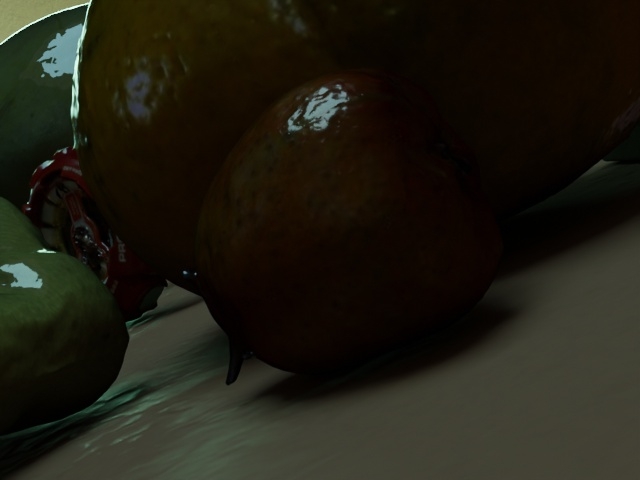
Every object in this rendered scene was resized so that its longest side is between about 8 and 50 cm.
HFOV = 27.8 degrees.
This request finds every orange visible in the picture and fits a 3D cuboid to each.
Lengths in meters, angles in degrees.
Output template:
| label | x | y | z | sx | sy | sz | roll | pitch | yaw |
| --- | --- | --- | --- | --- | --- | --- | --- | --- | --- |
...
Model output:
| label | x | y | z | sx | sy | sz | roll | pitch | yaw |
| --- | --- | --- | --- | --- | --- | --- | --- | --- | --- |
| orange | 0.017 | -0.078 | 0.497 | 0.240 | 0.171 | 0.240 | -28 | 3 | 1 |

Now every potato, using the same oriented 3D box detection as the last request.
| label | x | y | z | sx | sy | sz | roll | pitch | yaw |
| --- | --- | --- | --- | --- | --- | --- | --- | --- | --- |
| potato | -0.175 | -0.094 | 1.130 | 0.326 | 0.220 | 0.243 | -16 | -26 | 31 |

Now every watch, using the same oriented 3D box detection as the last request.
| label | x | y | z | sx | sy | sz | roll | pitch | yaw |
| --- | --- | --- | --- | --- | --- | --- | --- | --- | --- |
| watch | -0.056 | -0.023 | 0.791 | 0.165 | 0.102 | 0.268 | -20 | -2 | 33 |

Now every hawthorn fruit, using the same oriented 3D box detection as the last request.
| label | x | y | z | sx | sy | sz | roll | pitch | yaw |
| --- | --- | --- | --- | --- | --- | --- | --- | --- | --- |
| hawthorn fruit | 0.000 | 0.000 | 0.363 | 0.093 | 0.081 | 0.081 | -33 | 1 | 19 |

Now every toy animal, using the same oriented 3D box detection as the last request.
| label | x | y | z | sx | sy | sz | roll | pitch | yaw |
| --- | --- | --- | --- | --- | --- | --- | --- | --- | --- |
| toy animal | -0.133 | 0.049 | 0.412 | 0.101 | 0.103 | 0.219 | 7 | 13 | 22 |

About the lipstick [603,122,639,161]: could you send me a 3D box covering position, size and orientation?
| label | x | y | z | sx | sy | sz | roll | pitch | yaw |
| --- | --- | --- | --- | --- | --- | --- | --- | --- | --- |
| lipstick | 0.146 | -0.052 | 0.523 | 0.030 | 0.030 | 0.129 | -22 | 5 | -8 |
